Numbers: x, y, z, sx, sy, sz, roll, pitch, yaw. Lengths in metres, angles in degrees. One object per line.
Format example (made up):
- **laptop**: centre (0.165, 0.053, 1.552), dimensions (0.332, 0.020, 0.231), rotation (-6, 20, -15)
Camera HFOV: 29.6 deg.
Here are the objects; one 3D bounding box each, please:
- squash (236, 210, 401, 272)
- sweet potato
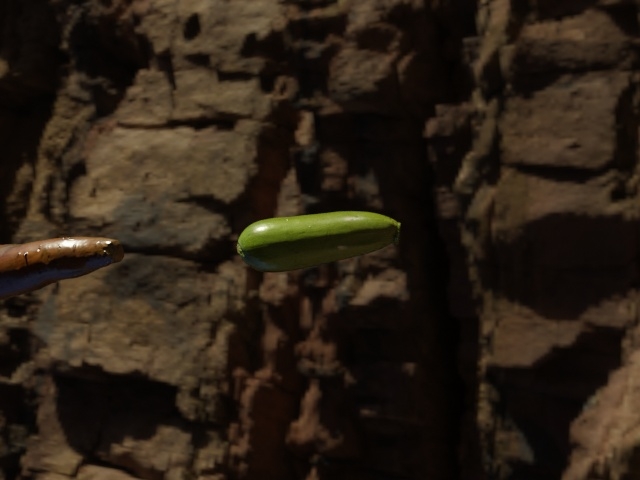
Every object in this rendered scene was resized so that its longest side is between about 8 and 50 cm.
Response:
- **squash**: centre (0.000, 0.000, 1.453), dimensions (0.201, 0.066, 0.066), rotation (-6, -85, -8)
- **sweet potato**: centre (-0.290, 0.029, 1.130), dimensions (0.057, 0.265, 0.057), rotation (14, -107, -53)
